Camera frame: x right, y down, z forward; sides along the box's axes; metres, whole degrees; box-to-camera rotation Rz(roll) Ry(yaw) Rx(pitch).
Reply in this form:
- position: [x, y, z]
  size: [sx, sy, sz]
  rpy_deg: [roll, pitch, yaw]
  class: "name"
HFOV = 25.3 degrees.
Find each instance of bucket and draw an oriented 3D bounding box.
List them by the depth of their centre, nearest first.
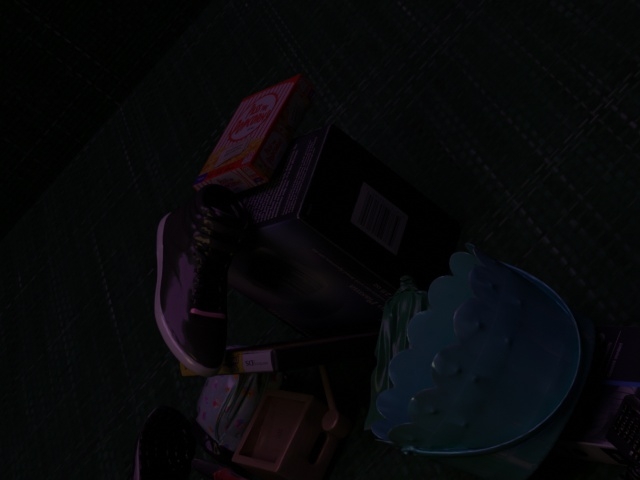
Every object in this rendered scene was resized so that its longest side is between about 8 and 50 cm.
- position: [0.205, 0.162, 1.780]
  size: [0.281, 0.183, 0.281]
  rpy_deg: [-63, 5, 11]
  class: "bucket"

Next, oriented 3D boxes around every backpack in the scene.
- position: [-0.130, 0.261, 2.295]
  size: [0.152, 0.115, 0.182]
  rpy_deg: [33, 98, 56]
  class: "backpack"

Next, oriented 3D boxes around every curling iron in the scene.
- position: [-0.154, 0.390, 2.280]
  size: [0.274, 0.035, 0.068]
  rpy_deg: [19, 86, 61]
  class: "curling iron"

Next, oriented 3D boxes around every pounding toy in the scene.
- position: [-0.007, 0.281, 2.133]
  size: [0.206, 0.094, 0.181]
  rpy_deg: [1, 59, 55]
  class: "pounding toy"

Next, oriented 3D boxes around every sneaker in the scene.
- position: [-0.163, 0.043, 2.053]
  size: [0.147, 0.104, 0.296]
  rpy_deg: [-46, 42, 39]
  class: "sneaker"
- position: [-0.301, 0.411, 2.410]
  size: [0.124, 0.107, 0.283]
  rpy_deg: [-35, 33, 40]
  class: "sneaker"

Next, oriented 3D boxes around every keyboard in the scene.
- position: [0.383, 0.262, 1.574]
  size: [0.192, 0.038, 0.100]
  rpy_deg: [42, 130, 41]
  class: "keyboard"

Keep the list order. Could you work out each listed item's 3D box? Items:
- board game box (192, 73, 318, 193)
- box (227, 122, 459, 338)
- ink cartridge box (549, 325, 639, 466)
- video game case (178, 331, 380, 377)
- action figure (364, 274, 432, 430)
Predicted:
- position: [-0.099, -0.155, 2.179]
  size: [0.146, 0.045, 0.193]
  rpy_deg: [-18, 37, 46]
  class: "board game box"
- position: [0.000, 0.000, 2.222]
  size: [0.294, 0.296, 0.183]
  rpy_deg: [-16, 46, 49]
  class: "box"
- position: [0.379, 0.187, 1.715]
  size: [0.332, 0.065, 0.165]
  rpy_deg: [-5, 55, 54]
  class: "ink cartridge box"
- position: [-0.033, 0.169, 2.145]
  size: [0.248, 0.274, 0.035]
  rpy_deg: [-10, 86, 51]
  class: "video game case"
- position: [0.129, 0.156, 2.053]
  size: [0.137, 0.063, 0.232]
  rpy_deg: [-12, 61, 25]
  class: "action figure"
